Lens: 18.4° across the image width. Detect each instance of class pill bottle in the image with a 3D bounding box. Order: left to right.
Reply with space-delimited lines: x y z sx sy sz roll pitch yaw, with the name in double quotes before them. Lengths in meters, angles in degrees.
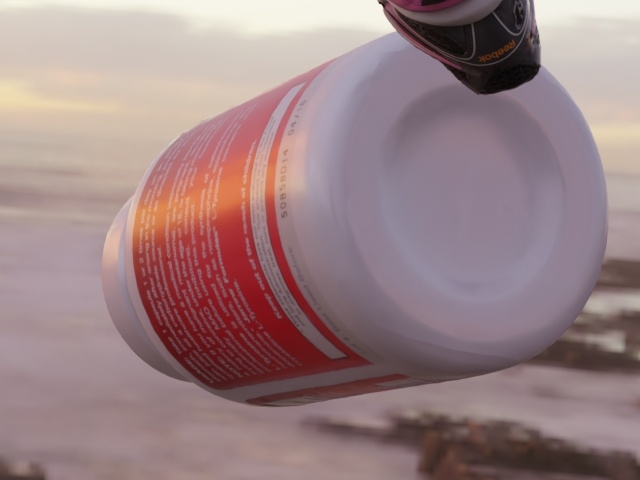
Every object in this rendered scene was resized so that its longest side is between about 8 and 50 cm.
"pill bottle" 0.000 0.000 1.407 0.229 0.229 0.408 3 -10 -29

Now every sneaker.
"sneaker" 0.037 -0.112 0.752 0.072 0.077 0.178 -25 37 8
